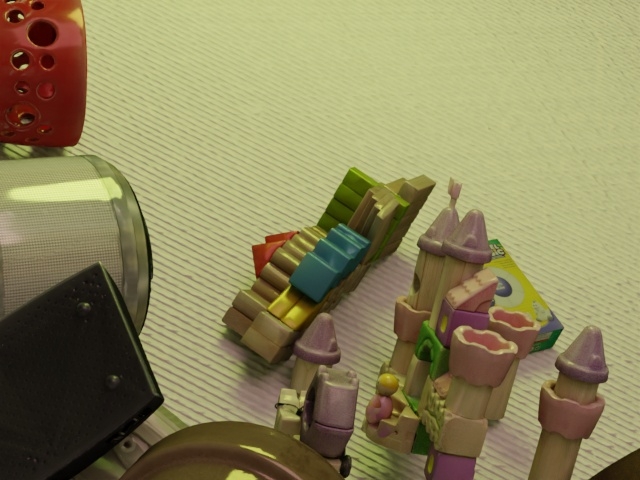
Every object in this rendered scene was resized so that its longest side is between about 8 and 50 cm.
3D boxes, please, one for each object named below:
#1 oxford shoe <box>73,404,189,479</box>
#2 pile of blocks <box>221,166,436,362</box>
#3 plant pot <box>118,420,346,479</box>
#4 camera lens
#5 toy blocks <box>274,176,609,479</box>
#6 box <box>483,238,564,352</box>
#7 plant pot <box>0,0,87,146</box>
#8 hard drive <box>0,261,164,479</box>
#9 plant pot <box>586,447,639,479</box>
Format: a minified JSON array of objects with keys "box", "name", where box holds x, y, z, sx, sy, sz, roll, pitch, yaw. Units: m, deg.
[{"box":[-0.108,0.279,1.497,0.449,0.169,0.130,39,84,6],"name":"oxford shoe"},{"box":[0.000,0.000,1.813,0.113,0.149,0.362,34,43,12],"name":"pile of blocks"},{"box":[-0.100,0.310,1.305,0.263,0.263,0.229,30,20,8],"name":"plant pot"},{"box":[-0.322,0.028,1.581,0.274,0.219,0.219,-6,49,-29],"name":"camera lens"},{"box":[0.121,0.090,1.623,0.309,0.260,0.288,10,16,-13],"name":"toy blocks"},{"box":[0.207,0.063,1.923,0.105,0.043,0.179,-11,50,-34],"name":"box"},{"box":[-0.370,-0.206,1.834,0.174,0.191,0.191,1,45,-16],"name":"plant pot"},{"box":[-0.267,0.152,1.436,0.054,0.255,0.172,39,20,-57],"name":"hard drive"},{"box":[0.327,0.308,1.574,0.215,0.230,0.215,13,42,-12],"name":"plant pot"}]
